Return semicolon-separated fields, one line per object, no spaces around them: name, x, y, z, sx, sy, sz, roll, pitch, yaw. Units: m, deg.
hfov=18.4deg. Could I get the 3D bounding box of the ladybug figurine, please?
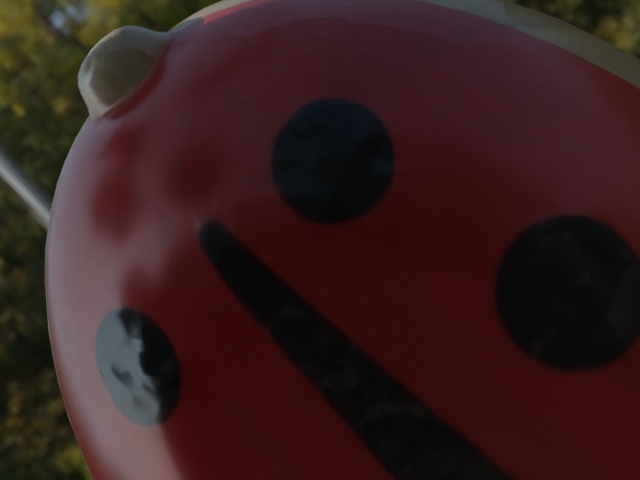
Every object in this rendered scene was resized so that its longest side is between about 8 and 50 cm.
ladybug figurine;0.071;0.087;0.751;0.305;0.449;0.162;-49;2;13
